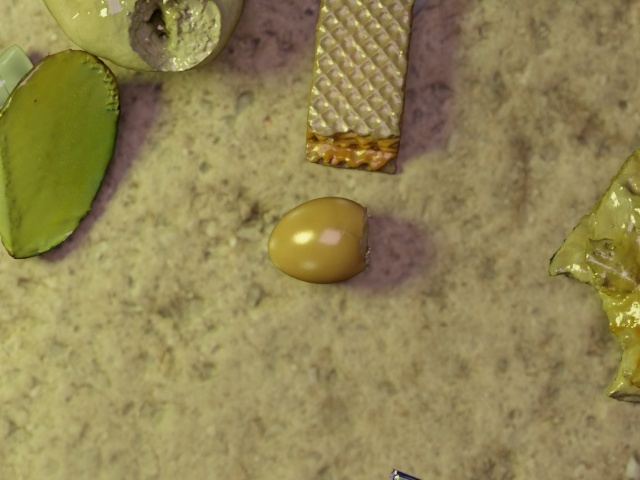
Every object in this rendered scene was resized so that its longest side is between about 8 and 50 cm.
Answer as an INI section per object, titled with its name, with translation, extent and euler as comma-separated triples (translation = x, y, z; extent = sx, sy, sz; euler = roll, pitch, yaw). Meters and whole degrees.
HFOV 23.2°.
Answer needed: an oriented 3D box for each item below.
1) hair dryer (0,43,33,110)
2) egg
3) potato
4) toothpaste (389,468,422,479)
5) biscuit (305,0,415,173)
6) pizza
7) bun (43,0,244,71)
[hair dryer]
translation = -0.398, -0.180, 1.456
extent = 0.206, 0.075, 0.237
euler = -30, 76, -11
[egg]
translation = 0.000, 0.000, 1.415
extent = 0.096, 0.080, 0.080
euler = 0, 82, 6
[potato]
translation = -0.252, -0.083, 1.425
extent = 0.119, 0.054, 0.197
euler = 1, 106, -34
[toothpaste]
translation = 0.102, 0.232, 1.419
extent = 0.083, 0.015, 0.024
euler = 16, 84, 7
[biscuit]
translation = 0.046, -0.256, 1.462
extent = 0.094, 0.054, 0.378
euler = 7, 83, 1
[pizza]
translation = 0.337, 0.037, 1.412
extent = 0.223, 0.089, 0.323
euler = -24, 83, -6
[bun]
translation = -0.157, -0.246, 1.395
extent = 0.178, 0.128, 0.193
euler = -14, 59, -27
